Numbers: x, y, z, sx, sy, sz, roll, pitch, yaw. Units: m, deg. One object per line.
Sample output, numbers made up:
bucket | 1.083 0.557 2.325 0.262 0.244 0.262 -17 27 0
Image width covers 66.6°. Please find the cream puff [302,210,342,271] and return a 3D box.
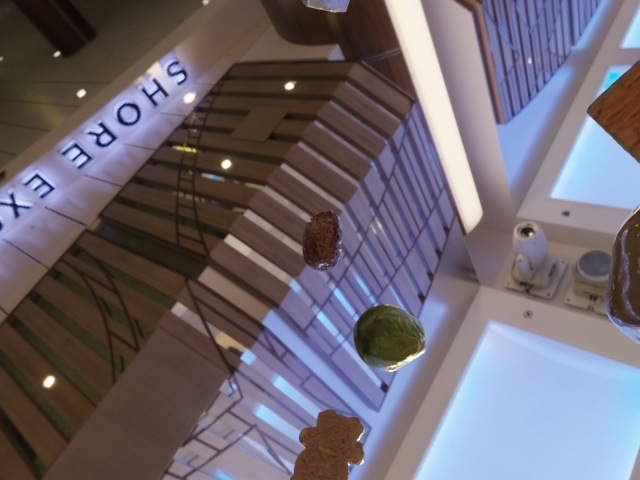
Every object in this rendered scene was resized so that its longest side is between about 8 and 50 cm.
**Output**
cream puff | 0.000 0.000 1.121 0.084 0.149 0.149 6 -133 -11

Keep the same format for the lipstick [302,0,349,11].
lipstick | -0.038 -0.457 0.766 0.068 0.066 0.317 -3 -134 -25

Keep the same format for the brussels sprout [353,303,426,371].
brussels sprout | 0.176 0.246 1.255 0.181 0.144 0.161 -16 -124 -2

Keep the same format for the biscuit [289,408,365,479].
biscuit | 0.019 0.411 0.935 0.133 0.027 0.184 7 -140 7

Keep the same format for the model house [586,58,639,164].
model house | 0.425 -0.102 0.492 0.202 0.237 0.237 -44 -170 36

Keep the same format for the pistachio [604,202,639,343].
pistachio | 0.341 0.014 0.313 0.288 0.166 0.197 -17 -179 44
